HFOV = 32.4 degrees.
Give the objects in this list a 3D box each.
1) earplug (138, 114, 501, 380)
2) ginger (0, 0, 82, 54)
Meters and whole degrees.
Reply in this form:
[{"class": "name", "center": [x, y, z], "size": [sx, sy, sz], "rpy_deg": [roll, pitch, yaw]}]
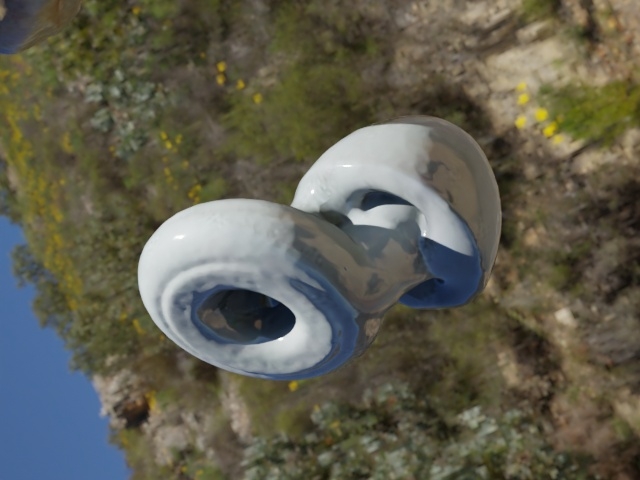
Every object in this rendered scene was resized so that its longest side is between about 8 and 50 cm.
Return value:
[{"class": "earplug", "center": [0.004, 0.008, 0.955], "size": [0.214, 0.325, 0.175], "rpy_deg": [69, 177, -46]}, {"class": "ginger", "center": [-0.186, -0.267, 0.919], "size": [0.244, 0.304, 0.155], "rpy_deg": [-175, 64, -85]}]
